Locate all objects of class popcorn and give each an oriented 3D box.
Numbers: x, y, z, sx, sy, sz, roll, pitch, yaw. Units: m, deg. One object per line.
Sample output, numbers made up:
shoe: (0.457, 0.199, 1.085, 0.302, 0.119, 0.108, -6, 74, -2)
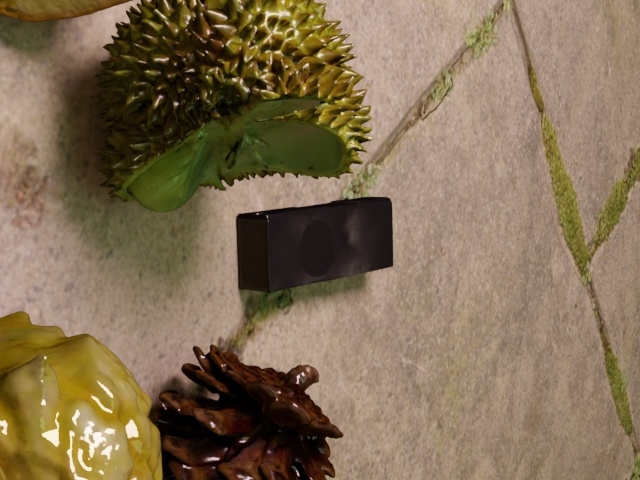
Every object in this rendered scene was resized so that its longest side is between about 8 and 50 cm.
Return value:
popcorn: (-0.226, 0.148, 0.672, 0.249, 0.249, 0.225, -24, 105, -50)

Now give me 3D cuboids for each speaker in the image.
speaker: (0.000, 0.000, 1.110, 0.218, 0.044, 0.082, -8, 100, -52)

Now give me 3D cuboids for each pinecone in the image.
pinecone: (-0.074, 0.206, 0.923, 0.185, 0.169, 0.212, 156, -54, -85)

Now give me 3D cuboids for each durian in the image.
durian: (-0.075, -0.123, 0.848, 0.200, 0.237, 0.176, -12, 91, -52)

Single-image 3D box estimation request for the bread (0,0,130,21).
bread: (-0.202, -0.254, 0.783, 0.160, 0.169, 0.140, -24, 133, -5)
